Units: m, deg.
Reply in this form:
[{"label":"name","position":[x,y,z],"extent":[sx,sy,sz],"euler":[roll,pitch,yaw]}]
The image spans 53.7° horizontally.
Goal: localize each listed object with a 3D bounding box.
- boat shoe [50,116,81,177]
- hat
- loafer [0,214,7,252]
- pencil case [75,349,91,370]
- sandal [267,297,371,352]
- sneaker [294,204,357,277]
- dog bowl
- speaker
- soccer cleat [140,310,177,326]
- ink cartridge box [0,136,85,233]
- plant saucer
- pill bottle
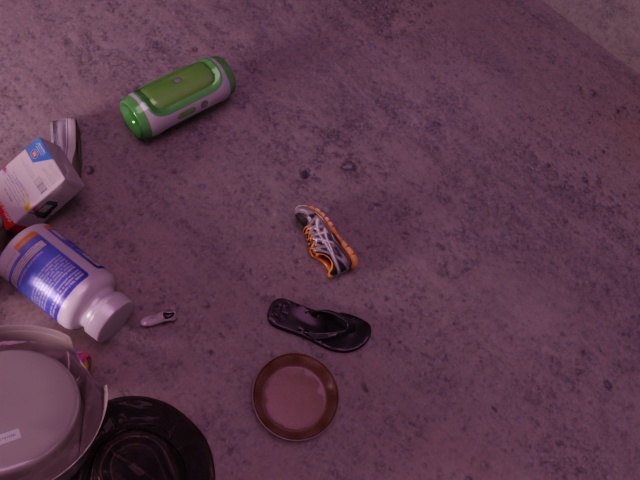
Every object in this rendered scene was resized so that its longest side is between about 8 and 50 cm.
[{"label":"boat shoe","position":[-0.642,-0.209,1.568],"extent":[0.081,0.079,0.228],"euler":[-7,59,-8]},{"label":"hat","position":[-0.335,0.451,1.209],"extent":[0.331,0.134,0.332],"euler":[12,63,-25]},{"label":"loafer","position":[-0.779,-0.018,1.392],"extent":[0.251,0.088,0.094],"euler":[12,36,34]},{"label":"pencil case","position":[-0.604,0.260,1.318],"extent":[0.236,0.104,0.105],"euler":[13,61,-3]},{"label":"sandal","position":[-0.001,0.201,1.500],"extent":[0.254,0.054,0.097],"euler":[13,61,-5]},{"label":"sneaker","position":[0.000,0.000,1.592],"extent":[0.083,0.084,0.215],"euler":[-36,76,-21]},{"label":"dog bowl","position":[-0.561,0.318,1.130],"extent":[0.348,0.102,0.349],"euler":[8,43,-8]},{"label":"speaker","position":[-0.375,-0.384,1.683],"extent":[0.296,0.131,0.131],"euler":[-35,75,-25]},{"label":"soccer cleat","position":[-0.369,0.177,1.443],"extent":[0.083,0.036,0.029],"euler":[-8,65,-16]},{"label":"ink cartridge box","position":[-0.682,-0.110,1.468],"extent":[0.231,0.078,0.134],"euler":[-38,74,7]},{"label":"plant saucer","position":[-0.057,0.351,1.421],"extent":[0.198,0.036,0.199],"euler":[5,63,-10]},{"label":"pill bottle","position":[-0.548,0.098,1.380],"extent":[0.272,0.152,0.152],"euler":[37,62,8]}]
